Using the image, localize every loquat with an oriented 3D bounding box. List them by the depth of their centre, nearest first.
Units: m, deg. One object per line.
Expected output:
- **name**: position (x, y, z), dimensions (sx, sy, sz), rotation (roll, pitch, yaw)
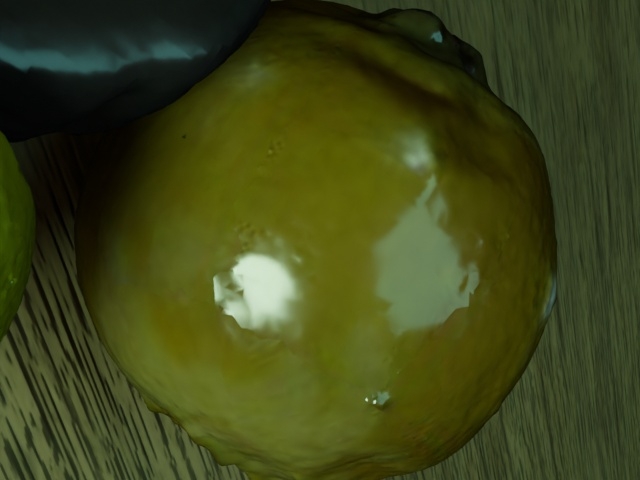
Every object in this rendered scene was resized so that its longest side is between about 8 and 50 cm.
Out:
- **loquat**: position (0.000, 0.000, 0.756), dimensions (0.328, 0.328, 0.329), rotation (-18, 112, -52)

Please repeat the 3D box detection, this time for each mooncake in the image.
- **mooncake**: position (-0.159, -0.186, 0.587), dimensions (0.283, 0.141, 0.283), rotation (12, 69, -35)

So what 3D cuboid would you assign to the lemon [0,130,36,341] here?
- **lemon**: position (-0.256, 0.006, 0.466), dimensions (0.219, 0.240, 0.240), rotation (-52, 137, -25)
